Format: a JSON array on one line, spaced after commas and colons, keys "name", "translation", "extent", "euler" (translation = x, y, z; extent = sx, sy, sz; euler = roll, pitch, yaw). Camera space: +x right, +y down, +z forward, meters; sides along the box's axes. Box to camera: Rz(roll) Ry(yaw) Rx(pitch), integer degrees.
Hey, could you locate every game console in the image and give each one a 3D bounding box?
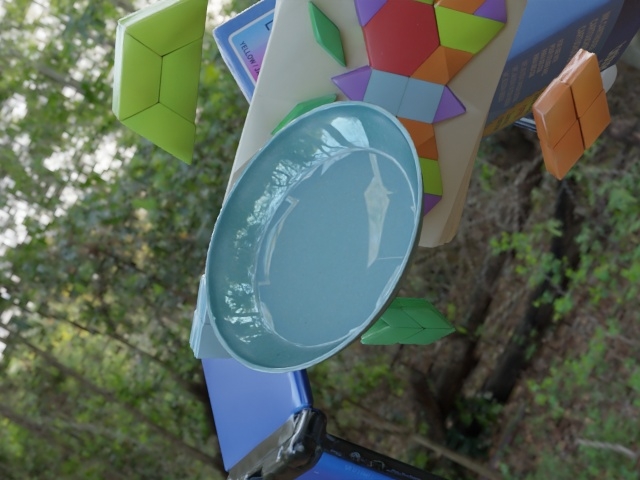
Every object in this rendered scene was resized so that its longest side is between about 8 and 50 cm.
[{"name": "game console", "translation": [0.005, 0.152, 0.914], "extent": [0.293, 0.250, 0.173], "euler": [128, 162, -63]}]

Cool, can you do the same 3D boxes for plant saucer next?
[{"name": "plant saucer", "translation": [0.000, 0.000, 0.428], "extent": [0.119, 0.021, 0.119], "euler": [-22, 54, 35]}]

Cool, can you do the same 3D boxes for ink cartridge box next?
[{"name": "ink cartridge box", "translation": [0.130, -0.182, 0.885], "extent": [0.395, 0.151, 0.270], "euler": [-32, -8, 1]}]

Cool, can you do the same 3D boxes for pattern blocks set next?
[{"name": "pattern blocks set", "translation": [0.035, -0.081, 0.544], "extent": [0.026, 0.285, 0.325], "euler": [-129, 37, -58]}]

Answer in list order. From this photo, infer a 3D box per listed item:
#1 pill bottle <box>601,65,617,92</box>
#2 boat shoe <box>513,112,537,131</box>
[{"name": "pill bottle", "translation": [0.335, -0.289, 1.505], "extent": [0.117, 0.208, 0.118], "euler": [-38, 30, 28]}, {"name": "boat shoe", "translation": [0.205, -0.205, 1.465], "extent": [0.108, 0.301, 0.102], "euler": [-40, -38, -81]}]
